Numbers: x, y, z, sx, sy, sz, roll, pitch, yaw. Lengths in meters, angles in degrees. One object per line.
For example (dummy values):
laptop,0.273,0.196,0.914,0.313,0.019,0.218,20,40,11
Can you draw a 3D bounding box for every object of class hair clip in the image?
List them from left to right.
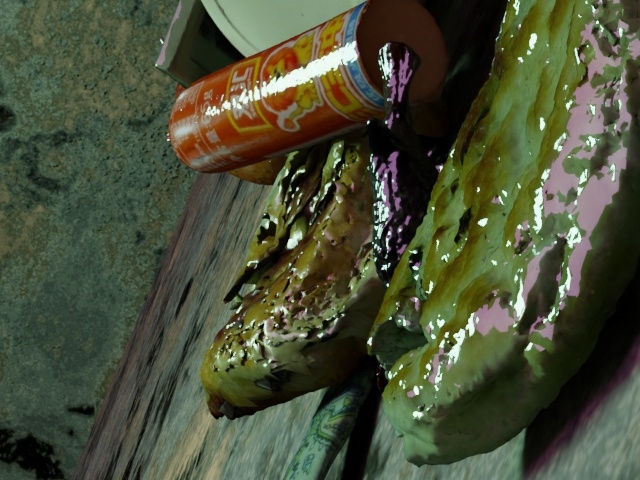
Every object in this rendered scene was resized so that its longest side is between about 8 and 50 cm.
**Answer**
hair clip,-0.007,0.168,1.053,0.066,0.036,0.229,-33,34,50

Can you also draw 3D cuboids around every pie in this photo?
pie,0.001,0.001,1.189,0.308,0.085,0.308,-58,13,21
pie,0.100,-0.041,0.784,0.302,0.067,0.302,-160,90,-83

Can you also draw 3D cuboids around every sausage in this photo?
sausage,-0.026,-0.095,1.133,0.274,0.074,0.074,-15,51,54

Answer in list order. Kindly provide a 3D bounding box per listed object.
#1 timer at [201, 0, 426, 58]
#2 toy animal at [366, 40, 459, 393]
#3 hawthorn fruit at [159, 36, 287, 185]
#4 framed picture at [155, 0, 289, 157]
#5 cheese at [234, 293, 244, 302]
timer,0.050,-0.244,1.202,0.266,0.175,0.175,-42,-9,-35
toy animal,0.052,-0.005,0.956,0.070,0.105,0.202,-11,57,40
hawthorn fruit,-0.075,-0.156,1.713,0.179,0.200,0.179,-61,9,16
framed picture,-0.007,-0.196,1.358,0.335,0.022,0.247,33,-104,-63
cheese,-0.072,0.086,1.660,0.060,0.041,0.084,111,164,-62
